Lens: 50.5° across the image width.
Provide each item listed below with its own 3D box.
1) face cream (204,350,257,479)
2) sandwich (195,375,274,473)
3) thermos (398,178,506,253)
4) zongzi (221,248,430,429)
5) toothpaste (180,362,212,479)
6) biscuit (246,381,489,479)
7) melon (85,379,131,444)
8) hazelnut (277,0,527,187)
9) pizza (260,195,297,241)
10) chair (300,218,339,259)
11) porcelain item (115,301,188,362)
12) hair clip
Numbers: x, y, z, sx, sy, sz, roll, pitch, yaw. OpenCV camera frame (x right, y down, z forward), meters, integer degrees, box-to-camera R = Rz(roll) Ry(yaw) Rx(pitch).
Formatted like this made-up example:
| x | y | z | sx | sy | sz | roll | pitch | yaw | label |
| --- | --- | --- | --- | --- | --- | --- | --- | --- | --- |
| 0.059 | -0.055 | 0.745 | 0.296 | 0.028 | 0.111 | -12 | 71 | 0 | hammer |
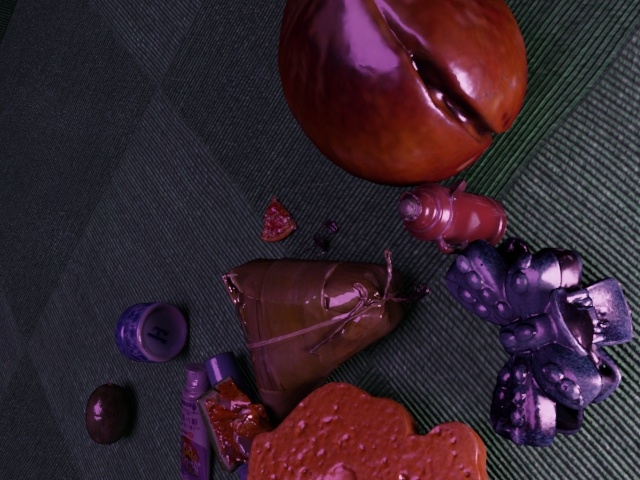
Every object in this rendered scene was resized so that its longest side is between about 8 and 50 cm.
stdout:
| x | y | z | sx | sy | sz | roll | pitch | yaw | label |
| --- | --- | --- | --- | --- | --- | --- | --- | --- | --- |
| -0.153 | 0.424 | 1.440 | 0.135 | 0.086 | 0.385 | -38 | 67 | 36 | face cream |
| -0.166 | 0.357 | 1.334 | 0.185 | 0.109 | 0.160 | 59 | 154 | 10 | sandwich |
| 0.200 | -0.035 | 1.070 | 0.099 | 0.232 | 0.124 | -31 | 67 | 35 | thermos |
| 0.040 | 0.208 | 1.254 | 0.447 | 0.181 | 0.418 | -1 | 101 | 36 | zongzi |
| -0.287 | 0.436 | 1.571 | 0.114 | 0.073 | 0.299 | 11 | 100 | 42 | toothpaste |
| 0.057 | 0.424 | 1.112 | 0.455 | 0.078 | 0.350 | 12 | 66 | 37 | biscuit |
| -0.555 | 0.447 | 1.770 | 0.114 | 0.114 | 0.167 | 7 | 93 | 42 | melon |
| 0.107 | -0.285 | 1.095 | 0.402 | 0.402 | 0.429 | -40 | 61 | 32 | hazelnut |
| -0.104 | -0.032 | 1.476 | 0.099 | 0.029 | 0.100 | -50 | 56 | 27 | pizza |
| 0.001 | 0.001 | 1.380 | 0.086 | 0.042 | 0.037 | -40 | 54 | -11 | chair |
| -0.410 | 0.223 | 1.643 | 0.114 | 0.147 | 0.147 | -9 | 80 | 42 | porcelain item |
| 0.323 | 0.132 | 0.990 | 0.206 | 0.194 | 0.310 | -30 | 71 | 46 | hair clip |
